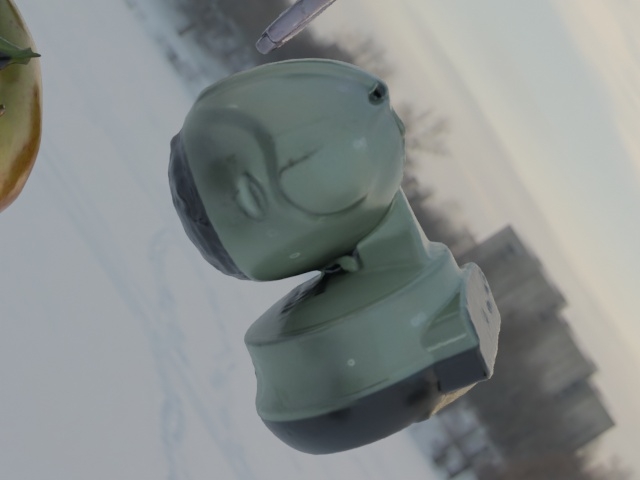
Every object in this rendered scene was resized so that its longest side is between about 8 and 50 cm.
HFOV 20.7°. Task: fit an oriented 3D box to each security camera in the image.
[{"bbox_3d":[0.000,0.000,1.307,0.197,0.191,0.277,-59,127,-73],"label":"security camera"}]

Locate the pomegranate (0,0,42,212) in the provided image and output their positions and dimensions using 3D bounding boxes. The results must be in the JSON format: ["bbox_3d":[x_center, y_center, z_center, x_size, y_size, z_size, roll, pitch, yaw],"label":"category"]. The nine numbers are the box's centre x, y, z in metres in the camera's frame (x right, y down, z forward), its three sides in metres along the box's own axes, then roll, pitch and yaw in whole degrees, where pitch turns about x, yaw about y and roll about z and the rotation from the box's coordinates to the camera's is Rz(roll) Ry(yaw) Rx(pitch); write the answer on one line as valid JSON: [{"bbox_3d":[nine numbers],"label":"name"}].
[{"bbox_3d":[-0.258,-0.079,0.981,0.257,0.221,0.221,-12,-64,53],"label":"pomegranate"}]

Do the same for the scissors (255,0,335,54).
[{"bbox_3d":[0.038,-0.169,0.988,0.015,0.189,0.100,50,29,-7],"label":"scissors"}]
